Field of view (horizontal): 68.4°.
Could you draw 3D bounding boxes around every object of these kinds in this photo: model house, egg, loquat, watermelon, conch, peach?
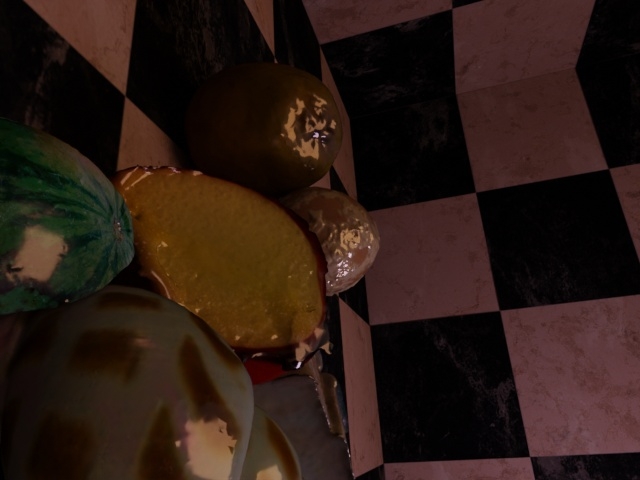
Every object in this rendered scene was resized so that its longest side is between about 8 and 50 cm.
[{"bbox_3d":[-0.078,0.278,0.844,0.284,0.243,0.299,-89,169,-64],"label":"model house"},{"bbox_3d":[0.000,0.000,0.864,0.245,0.203,0.204,2,77,-41],"label":"egg"},{"bbox_3d":[-0.109,-0.211,0.902,0.276,0.283,0.276,-8,100,-54],"label":"loquat"},{"bbox_3d":[-0.251,-0.007,0.390,0.231,0.128,0.146,7,37,-37],"label":"watermelon"},{"bbox_3d":[-0.138,0.183,0.432,0.368,0.197,0.249,57,20,-18],"label":"conch"},{"bbox_3d":[-0.164,0.055,0.661,0.361,0.201,0.258,32,48,-15],"label":"peach"}]
